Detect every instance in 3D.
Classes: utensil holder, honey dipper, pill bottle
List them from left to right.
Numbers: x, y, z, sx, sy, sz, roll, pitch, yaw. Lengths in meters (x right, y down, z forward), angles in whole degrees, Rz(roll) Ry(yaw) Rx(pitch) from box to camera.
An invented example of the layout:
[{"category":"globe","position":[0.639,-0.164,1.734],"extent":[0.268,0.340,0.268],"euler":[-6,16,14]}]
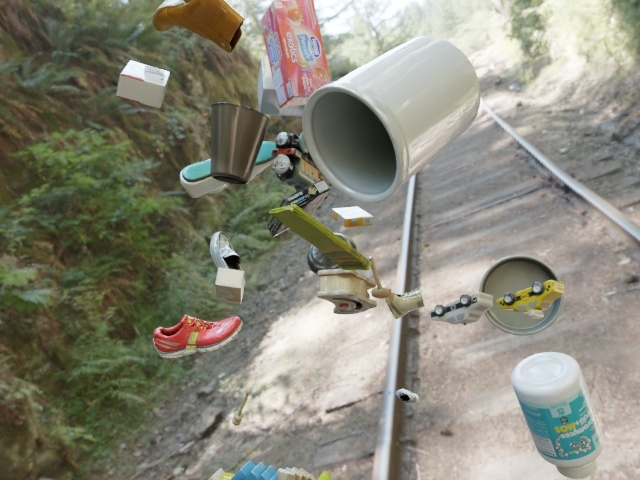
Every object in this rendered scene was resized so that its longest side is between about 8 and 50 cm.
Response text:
[{"category":"honey dipper","position":[-0.242,0.511,1.656],"extent":[0.030,0.030,0.161],"euler":[-43,-22,-56]},{"category":"utensil holder","position":[0.199,-0.331,1.442],"extent":[0.385,0.328,0.327],"euler":[-37,16,-31]},{"category":"pill bottle","position":[0.529,0.391,1.183],"extent":[0.146,0.264,0.146],"euler":[-23,15,7]}]

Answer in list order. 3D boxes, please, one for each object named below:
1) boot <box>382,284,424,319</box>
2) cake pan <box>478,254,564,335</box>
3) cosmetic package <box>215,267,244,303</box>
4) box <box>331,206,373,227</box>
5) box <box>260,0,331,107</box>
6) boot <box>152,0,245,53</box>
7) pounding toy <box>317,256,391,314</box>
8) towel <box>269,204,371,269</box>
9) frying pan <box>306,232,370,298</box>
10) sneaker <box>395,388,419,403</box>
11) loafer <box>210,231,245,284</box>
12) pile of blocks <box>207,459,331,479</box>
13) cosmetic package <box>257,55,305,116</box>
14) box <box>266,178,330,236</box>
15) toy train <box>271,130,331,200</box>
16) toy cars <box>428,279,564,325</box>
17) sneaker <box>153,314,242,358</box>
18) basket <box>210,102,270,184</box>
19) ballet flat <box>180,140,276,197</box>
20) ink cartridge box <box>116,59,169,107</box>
[{"category":"boot","position":[0.386,0.262,2.499],"extent":[0.165,0.213,0.077],"euler":[-24,35,10]},{"category":"cake pan","position":[0.735,0.200,1.975],"extent":[0.293,0.294,0.054],"euler":[-22,-9,14]},{"category":"cosmetic package","position":[-0.203,0.103,1.204],"extent":[0.060,0.041,0.115],"euler":[8,-25,-4]},{"category":"box","position":[0.084,-0.068,1.480],"extent":[0.081,0.028,0.136],"euler":[-6,20,-17]},{"category":"box","position":[-0.080,-0.597,1.729],"extent":[0.142,0.300,0.154],"euler":[-14,3,-23]},{"category":"boot","position":[-0.322,-0.569,1.422],"extent":[0.104,0.211,0.295],"euler":[-57,18,-20]},{"category":"pounding toy","position":[0.084,0.129,1.609],"extent":[0.154,0.155,0.269],"euler":[-15,-28,33]},{"category":"towel","position":[0.000,0.000,1.170],"extent":[0.102,0.237,0.021],"euler":[-9,50,52]},{"category":"frying pan","position":[0.049,0.096,1.972],"extent":[0.197,0.053,0.326],"euler":[-18,50,6]},{"category":"sneaker","position":[0.273,0.516,1.786],"extent":[0.069,0.038,0.098],"euler":[15,-12,-37]},{"category":"loafer","position":[-0.363,0.084,2.150],"extent":[0.111,0.320,0.112],"euler":[-40,-37,25]},{"category":"pile of blocks","position":[-0.079,0.539,1.177],"extent":[0.361,0.149,0.112],"euler":[6,11,22]},{"category":"cosmetic package","position":[-0.129,-0.557,1.947],"extent":[0.183,0.152,0.151],"euler":[1,-23,-13]},{"category":"box","position":[-0.078,-0.111,1.864],"extent":[0.175,0.051,0.220],"euler":[-30,-10,-31]},{"category":"toy train","position":[-0.061,-0.267,1.947],"extent":[0.142,0.191,0.334],"euler":[2,-12,28]},{"category":"toy cars","position":[0.524,0.204,1.588],"extent":[0.393,0.087,0.176],"euler":[-10,-25,3]},{"category":"sneaker","position":[-0.379,0.278,1.643],"extent":[0.278,0.119,0.107],"euler":[-16,20,0]},{"category":"basket","position":[-0.279,-0.311,1.772],"extent":[0.204,0.227,0.154],"euler":[12,-9,-27]},{"category":"ballet flat","position":[-0.336,-0.266,2.034],"extent":[0.400,0.139,0.139],"euler":[-23,10,-21]},{"category":"ink cartridge box","position":[-0.410,-0.366,1.251],"extent":[0.099,0.056,0.135],"euler":[12,28,-17]}]
